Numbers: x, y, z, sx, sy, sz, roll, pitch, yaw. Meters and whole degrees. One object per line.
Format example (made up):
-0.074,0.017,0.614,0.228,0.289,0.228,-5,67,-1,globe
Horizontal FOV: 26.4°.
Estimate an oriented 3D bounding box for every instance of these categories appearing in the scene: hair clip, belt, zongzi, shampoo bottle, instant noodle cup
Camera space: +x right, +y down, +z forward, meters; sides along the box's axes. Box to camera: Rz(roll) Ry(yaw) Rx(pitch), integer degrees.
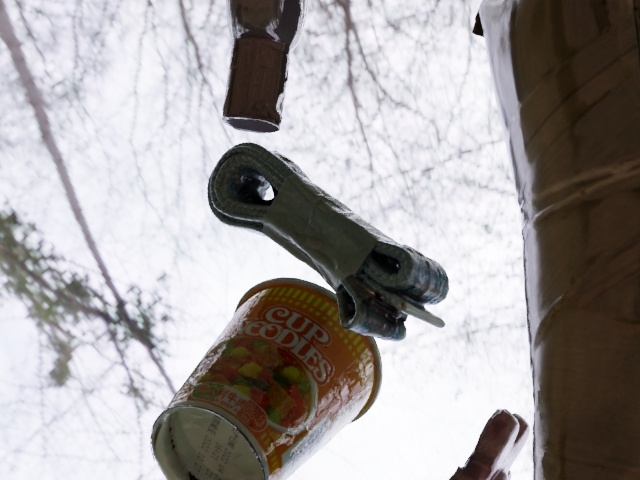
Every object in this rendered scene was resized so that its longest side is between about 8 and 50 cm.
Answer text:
0.123,0.222,1.148,0.075,0.257,0.146,37,-114,13,hair clip
0.000,0.000,1.219,0.087,0.072,0.302,-56,-136,4,belt
0.319,0.015,0.830,0.446,0.181,0.418,6,-106,-12,zongzi
-0.026,-0.139,0.712,0.040,0.080,0.165,6,-99,9,shampoo bottle
-0.056,0.147,1.218,0.168,0.168,0.185,19,-146,21,instant noodle cup
